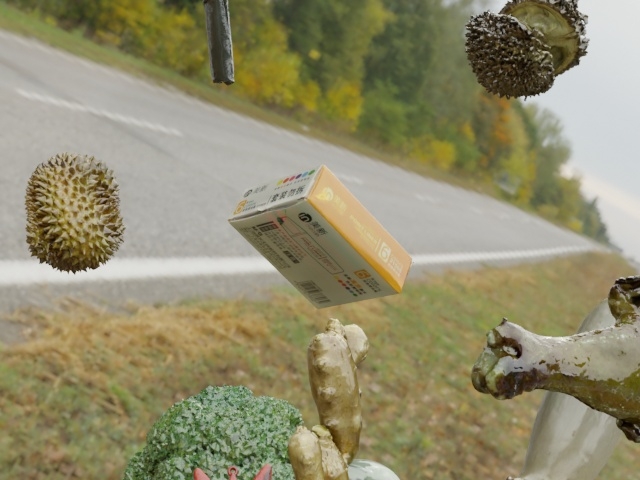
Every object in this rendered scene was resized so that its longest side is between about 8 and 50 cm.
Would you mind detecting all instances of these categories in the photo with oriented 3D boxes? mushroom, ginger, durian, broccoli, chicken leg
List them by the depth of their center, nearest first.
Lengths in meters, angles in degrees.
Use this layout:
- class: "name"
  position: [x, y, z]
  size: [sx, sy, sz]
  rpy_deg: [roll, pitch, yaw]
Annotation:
- class: "ginger"
  position: [0.006, 0.178, 1.027]
  size: [0.052, 0.176, 0.193]
  rpy_deg: [2, 13, 21]
- class: "durian"
  position: [-0.311, -0.030, 1.353]
  size: [0.136, 0.158, 0.168]
  rpy_deg: [-10, 72, -34]
- class: "chicken leg"
  position: [0.381, 0.143, 1.383]
  size: [0.361, 0.212, 0.140]
  rpy_deg: [20, -21, -21]
- class: "durian"
  position: [0.312, -0.315, 1.660]
  size: [0.196, 0.167, 0.196]
  rpy_deg: [-4, 38, 3]
- class: "mushroom"
  position: [0.415, 0.259, 1.676]
  size: [0.137, 0.407, 0.154]
  rpy_deg: [36, -20, -6]
- class: "broccoli"
  position: [-0.153, 0.436, 1.866]
  size: [0.413, 0.321, 0.310]
  rpy_deg: [7, 39, 11]

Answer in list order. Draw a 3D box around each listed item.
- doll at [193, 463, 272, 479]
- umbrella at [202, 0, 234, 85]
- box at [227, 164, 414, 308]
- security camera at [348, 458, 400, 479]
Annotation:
- class: "doll"
  position: [-0.117, 0.388, 1.449]
  size: [0.109, 0.169, 0.057]
  rpy_deg: [-3, -29, -1]
- class: "umbrella"
  position: [-0.140, -0.278, 1.465]
  size: [0.036, 0.133, 0.031]
  rpy_deg: [-4, 13, -3]
- class: "box"
  position: [0.000, 0.000, 1.904]
  size: [0.220, 0.091, 0.274]
  rpy_deg: [-12, -48, 43]
- class: "security camera"
  position: [0.090, 0.435, 1.533]
  size: [0.277, 0.197, 0.191]
  rpy_deg: [42, -36, 6]
